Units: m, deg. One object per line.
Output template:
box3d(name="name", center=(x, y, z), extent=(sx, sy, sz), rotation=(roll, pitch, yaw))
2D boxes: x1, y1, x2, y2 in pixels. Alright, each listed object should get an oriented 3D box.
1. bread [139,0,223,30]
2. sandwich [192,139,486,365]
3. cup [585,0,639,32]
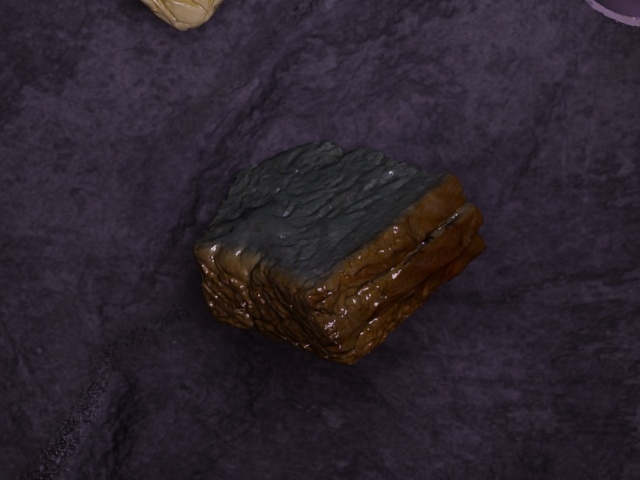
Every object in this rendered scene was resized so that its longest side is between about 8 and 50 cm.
box3d(name="bread", center=(-0.128, -0.360, 1.814), extent=(0.140, 0.106, 0.236), rotation=(29, 112, -23))
box3d(name="sandwich", center=(0.000, 0.001, 1.935), extent=(0.262, 0.325, 0.131), rotation=(-39, 124, -26))
box3d(name="cup", center=(0.325, -0.373, 1.762), extent=(0.203, 0.288, 0.203), rotation=(-3, 120, -5))
